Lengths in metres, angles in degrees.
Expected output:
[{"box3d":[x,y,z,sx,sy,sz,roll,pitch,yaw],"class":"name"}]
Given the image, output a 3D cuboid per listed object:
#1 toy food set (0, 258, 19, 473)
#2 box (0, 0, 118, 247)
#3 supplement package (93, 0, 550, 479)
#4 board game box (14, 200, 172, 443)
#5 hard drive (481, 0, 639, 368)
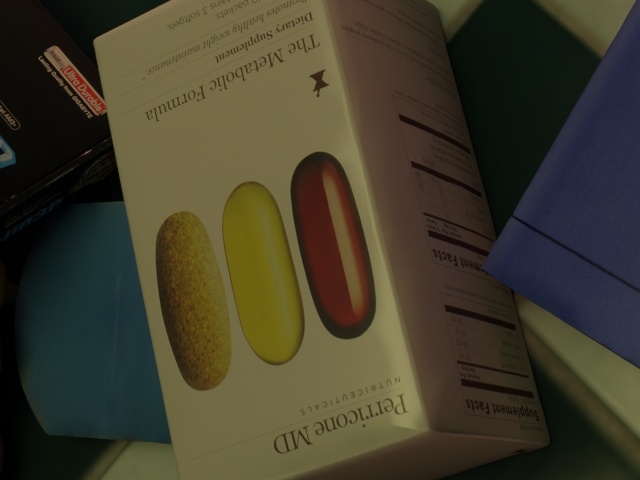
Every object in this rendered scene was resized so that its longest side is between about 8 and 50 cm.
[{"box3d":[-0.225,0.095,0.979,0.128,0.071,0.217,4,81,56],"class":"toy food set"},{"box3d":[-0.235,-0.089,0.935,0.175,0.051,0.220,-34,75,-23],"class":"box"},{"box3d":[0.000,0.000,0.811,0.139,0.134,0.244,-23,70,26],"class":"supplement package"},{"box3d":[-0.103,0.045,0.928,0.169,0.033,0.133,-2,82,38],"class":"board game box"},{"box3d":[0.234,-0.073,0.725,0.210,0.040,0.318,33,97,34],"class":"hard drive"}]
